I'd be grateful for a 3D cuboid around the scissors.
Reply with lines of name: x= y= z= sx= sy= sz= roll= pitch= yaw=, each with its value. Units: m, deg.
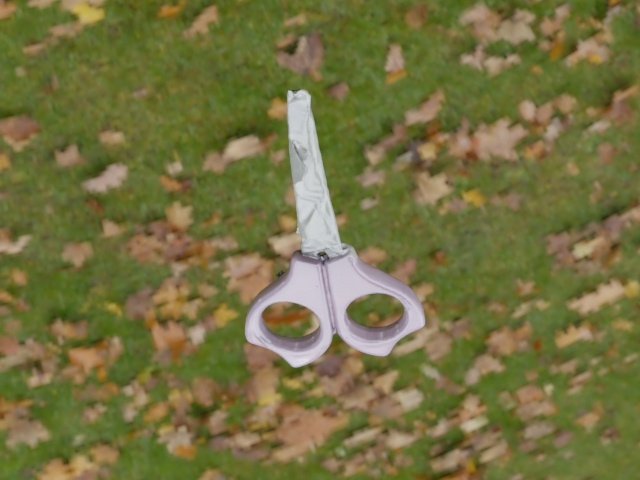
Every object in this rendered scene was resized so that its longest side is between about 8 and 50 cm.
scissors: x=0.000 y=0.000 z=0.763 sx=0.110 sy=0.021 sz=0.212 roll=-5 pitch=136 yaw=4
